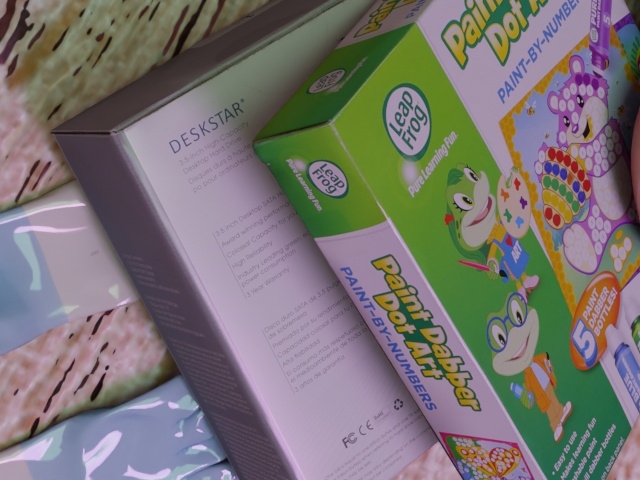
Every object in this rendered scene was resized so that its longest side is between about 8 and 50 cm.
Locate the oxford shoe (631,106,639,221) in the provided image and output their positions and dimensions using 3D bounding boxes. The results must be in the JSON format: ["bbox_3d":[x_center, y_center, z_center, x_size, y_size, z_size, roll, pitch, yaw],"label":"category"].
[{"bbox_3d":[0.324,-0.106,0.827,0.397,0.146,0.140,-35,118,-31],"label":"oxford shoe"}]

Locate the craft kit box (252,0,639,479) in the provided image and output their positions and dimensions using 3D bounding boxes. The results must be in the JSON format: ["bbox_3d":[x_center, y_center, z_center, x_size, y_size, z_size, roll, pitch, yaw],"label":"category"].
[{"bbox_3d":[0.104,-0.026,0.753,0.246,0.061,0.250,55,48,-21],"label":"craft kit box"}]

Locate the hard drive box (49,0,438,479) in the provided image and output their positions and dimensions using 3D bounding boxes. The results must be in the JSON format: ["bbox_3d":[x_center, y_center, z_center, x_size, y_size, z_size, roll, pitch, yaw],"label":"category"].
[{"bbox_3d":[0.000,0.000,0.779,0.181,0.089,0.232,-33,109,-23],"label":"hard drive box"}]

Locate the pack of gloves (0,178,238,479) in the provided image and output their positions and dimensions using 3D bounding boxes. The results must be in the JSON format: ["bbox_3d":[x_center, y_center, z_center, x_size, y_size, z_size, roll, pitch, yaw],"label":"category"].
[{"bbox_3d":[-0.139,0.079,0.769,0.232,0.046,0.195,-24,105,-18],"label":"pack of gloves"}]
